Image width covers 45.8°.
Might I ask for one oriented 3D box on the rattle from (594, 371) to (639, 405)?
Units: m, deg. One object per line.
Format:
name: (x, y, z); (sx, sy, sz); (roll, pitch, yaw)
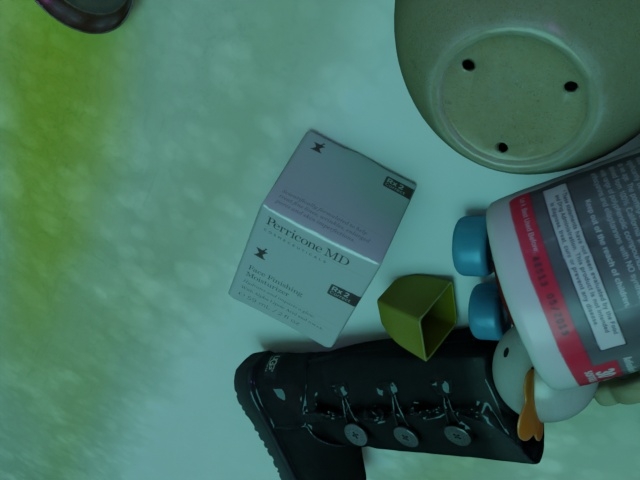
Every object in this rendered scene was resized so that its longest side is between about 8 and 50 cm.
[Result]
rattle: (0.402, 0.197, 0.909); (0.143, 0.130, 0.199); (45, 135, -2)

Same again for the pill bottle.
pill bottle: (0.312, -0.003, 0.613); (0.318, 0.176, 0.176); (-21, 120, 20)

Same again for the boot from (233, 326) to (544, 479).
boot: (0.130, 0.299, 1.170); (0.445, 0.146, 0.367); (-13, 125, 31)

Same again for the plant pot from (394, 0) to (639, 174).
plant pot: (0.180, -0.166, 0.646); (0.284, 0.191, 0.284); (16, 136, 16)

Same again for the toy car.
toy car: (0.248, 0.103, 0.830); (0.219, 0.238, 0.210); (1, 130, 28)

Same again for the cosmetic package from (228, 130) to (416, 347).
cosmetic package: (0.000, 0.000, 0.930); (0.151, 0.151, 0.184); (27, 138, 2)

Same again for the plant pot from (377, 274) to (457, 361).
plant pot: (0.123, 0.095, 1.011); (0.083, 0.081, 0.081); (19, 139, 35)

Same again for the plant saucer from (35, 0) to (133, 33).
plant saucer: (-0.281, -0.320, 0.868); (0.168, 0.029, 0.169); (15, 135, 15)
